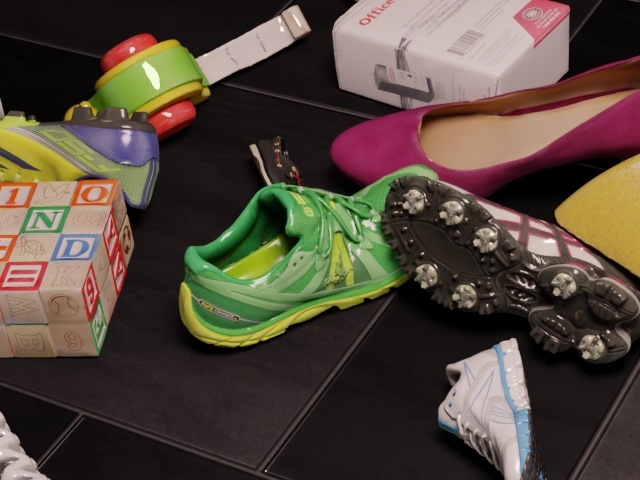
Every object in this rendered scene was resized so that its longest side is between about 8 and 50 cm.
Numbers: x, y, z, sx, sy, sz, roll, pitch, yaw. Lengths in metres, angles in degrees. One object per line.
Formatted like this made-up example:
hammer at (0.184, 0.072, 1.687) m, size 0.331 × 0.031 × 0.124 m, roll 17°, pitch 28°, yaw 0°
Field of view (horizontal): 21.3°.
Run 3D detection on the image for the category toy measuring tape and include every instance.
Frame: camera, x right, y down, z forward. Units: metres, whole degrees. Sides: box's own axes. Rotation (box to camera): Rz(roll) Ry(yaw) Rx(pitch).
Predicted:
toy measuring tape at (-0.137, -0.194, 1.885) m, size 0.330 × 0.121 × 0.121 m, roll -29°, pitch 43°, yaw -23°

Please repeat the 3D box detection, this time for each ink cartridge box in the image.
ink cartridge box at (0.145, -0.213, 1.884) m, size 0.218 × 0.092 × 0.158 m, roll 22°, pitch 47°, yaw 30°

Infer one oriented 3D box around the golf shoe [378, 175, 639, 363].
golf shoe at (0.182, 0.021, 1.579) m, size 0.273 × 0.105 × 0.120 m, roll 31°, pitch 28°, yaw 18°

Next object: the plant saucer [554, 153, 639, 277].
plant saucer at (0.441, -0.018, 1.539) m, size 0.332 × 0.081 × 0.333 m, roll -17°, pitch 38°, yaw -33°

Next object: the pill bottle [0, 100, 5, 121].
pill bottle at (-0.473, -0.150, 1.882) m, size 0.229 × 0.131 × 0.131 m, roll -16°, pitch 39°, yaw -10°

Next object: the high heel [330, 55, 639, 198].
high heel at (0.190, -0.130, 1.689) m, size 0.377 × 0.181 × 0.127 m, roll -3°, pitch 53°, yaw 6°

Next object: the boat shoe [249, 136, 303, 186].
boat shoe at (-0.041, -0.067, 1.768) m, size 0.042 × 0.049 × 0.133 m, roll -20°, pitch 35°, yaw -2°

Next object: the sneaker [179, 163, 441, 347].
sneaker at (0.000, 0.000, 1.616) m, size 0.295 × 0.123 × 0.109 m, roll -27°, pitch 46°, yaw -21°

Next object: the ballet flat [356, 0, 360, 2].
ballet flat at (0.183, -0.348, 2.017) m, size 0.316 × 0.108 × 0.106 m, roll -16°, pitch 9°, yaw -8°

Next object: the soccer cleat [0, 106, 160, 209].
soccer cleat at (-0.297, -0.075, 1.791) m, size 0.289 × 0.121 × 0.093 m, roll -1°, pitch -2°, yaw 30°

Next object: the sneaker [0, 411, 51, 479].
sneaker at (-0.290, 0.216, 1.425) m, size 0.118 × 0.110 × 0.292 m, roll -34°, pitch 44°, yaw -16°

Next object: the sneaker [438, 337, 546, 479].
sneaker at (0.144, 0.161, 1.449) m, size 0.083 × 0.071 × 0.191 m, roll -12°, pitch 30°, yaw 5°

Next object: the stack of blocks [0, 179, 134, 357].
stack of blocks at (-0.349, 0.026, 1.675) m, size 0.297 × 0.087 × 0.171 m, roll -1°, pitch 39°, yaw 9°
